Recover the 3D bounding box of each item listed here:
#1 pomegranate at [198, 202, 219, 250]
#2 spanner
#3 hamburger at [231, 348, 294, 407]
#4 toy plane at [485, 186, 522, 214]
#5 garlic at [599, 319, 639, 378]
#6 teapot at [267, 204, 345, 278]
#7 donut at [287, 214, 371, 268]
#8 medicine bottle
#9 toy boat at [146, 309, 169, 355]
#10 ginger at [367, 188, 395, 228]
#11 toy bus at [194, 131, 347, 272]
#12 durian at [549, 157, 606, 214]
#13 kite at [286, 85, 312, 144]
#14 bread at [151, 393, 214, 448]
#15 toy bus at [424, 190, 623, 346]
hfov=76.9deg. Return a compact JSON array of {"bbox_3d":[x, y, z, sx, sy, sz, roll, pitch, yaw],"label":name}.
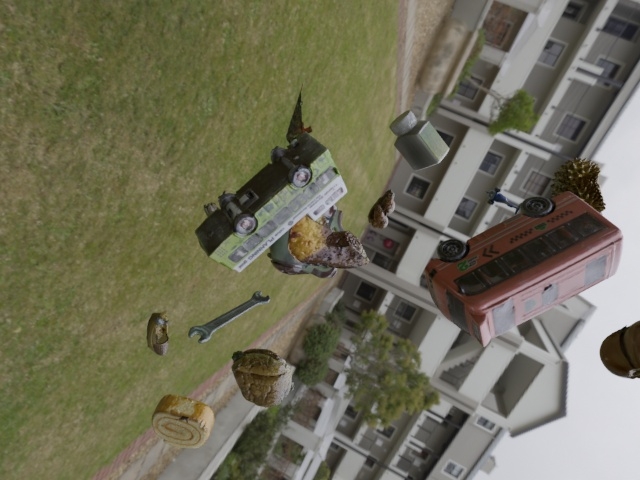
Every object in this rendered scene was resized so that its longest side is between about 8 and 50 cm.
[{"bbox_3d":[-0.382,-0.042,1.516,0.180,0.209,0.180,-25,180,0],"label":"pomegranate"},{"bbox_3d":[-0.276,0.231,1.256,0.302,0.071,0.017,-29,141,-47],"label":"spanner"},{"bbox_3d":[-0.179,0.422,1.241,0.129,0.184,0.205,-73,161,-46],"label":"hamburger"},{"bbox_3d":[0.530,-0.117,1.171,0.167,0.062,0.054,-85,-164,-70],"label":"toy plane"},{"bbox_3d":[0.986,0.345,1.211,0.214,0.160,0.191,-35,-150,58],"label":"garlic"},{"bbox_3d":[-0.048,-0.007,1.558,0.233,0.316,0.311,15,92,-79],"label":"teapot"},{"bbox_3d":[0.000,0.000,1.182,0.151,0.295,0.112,-33,-140,28],"label":"donut"},{"bbox_3d":[0.324,-0.340,1.366,0.088,0.188,0.132,-50,-161,-21],"label":"medicine bottle"},{"bbox_3d":[-0.394,0.225,0.992,0.047,0.049,0.149,-51,163,-56],"label":"toy boat"},{"bbox_3d":[0.230,-0.112,1.531,0.103,0.074,0.162,-98,-152,-54],"label":"ginger"},{"bbox_3d":[-0.096,-0.070,0.810,0.302,0.113,0.139,-41,138,0],"label":"toy bus"},{"bbox_3d":[0.819,-0.147,1.309,0.183,0.138,0.249,142,-43,-57],"label":"durian"},{"bbox_3d":[-0.063,-0.301,1.106,0.189,0.010,0.231,-161,-114,-63],"label":"kite"},{"bbox_3d":[-0.348,0.462,1.015,0.073,0.150,0.122,-81,-172,-65],"label":"bread"},{"bbox_3d":[0.499,0.074,1.018,0.428,0.233,0.203,-28,130,0],"label":"toy bus"}]
